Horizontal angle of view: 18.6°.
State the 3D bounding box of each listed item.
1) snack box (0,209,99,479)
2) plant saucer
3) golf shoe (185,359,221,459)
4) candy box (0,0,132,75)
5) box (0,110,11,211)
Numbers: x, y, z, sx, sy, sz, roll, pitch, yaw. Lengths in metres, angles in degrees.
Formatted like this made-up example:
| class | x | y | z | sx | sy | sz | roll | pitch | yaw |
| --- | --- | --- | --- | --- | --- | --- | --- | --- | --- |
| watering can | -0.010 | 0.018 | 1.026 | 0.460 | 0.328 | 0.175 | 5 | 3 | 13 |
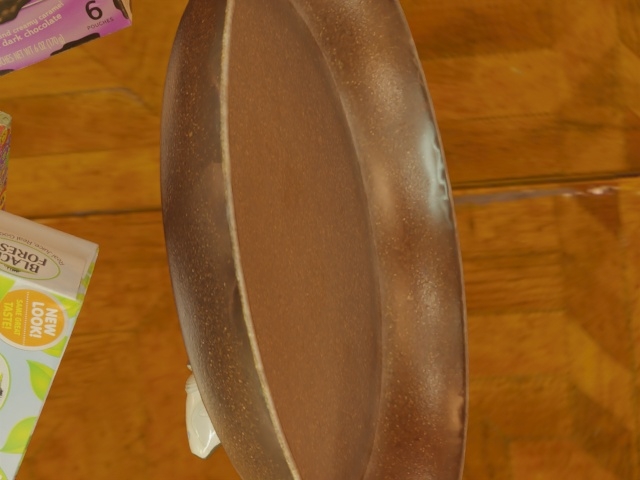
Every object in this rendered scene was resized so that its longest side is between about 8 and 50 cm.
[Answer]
| class | x | y | z | sx | sy | sz | roll | pitch | yaw |
| --- | --- | --- | --- | --- | --- | --- | --- | --- | --- |
| snack box | -0.158 | 0.024 | 0.664 | 0.141 | 0.037 | 0.100 | 20 | 125 | -8 |
| plant saucer | 0.000 | 0.000 | 0.866 | 0.050 | 0.310 | 0.310 | -8 | 90 | 20 |
| golf shoe | -0.009 | 0.124 | 1.325 | 0.176 | 0.069 | 0.086 | 10 | 82 | -11 |
| candy box | -0.240 | -0.209 | 1.308 | 0.165 | 0.070 | 0.196 | -20 | 124 | 7 |
| box | -0.305 | 0.091 | 1.013 | 0.177 | 0.290 | 0.279 | 20 | 140 | 4 |
